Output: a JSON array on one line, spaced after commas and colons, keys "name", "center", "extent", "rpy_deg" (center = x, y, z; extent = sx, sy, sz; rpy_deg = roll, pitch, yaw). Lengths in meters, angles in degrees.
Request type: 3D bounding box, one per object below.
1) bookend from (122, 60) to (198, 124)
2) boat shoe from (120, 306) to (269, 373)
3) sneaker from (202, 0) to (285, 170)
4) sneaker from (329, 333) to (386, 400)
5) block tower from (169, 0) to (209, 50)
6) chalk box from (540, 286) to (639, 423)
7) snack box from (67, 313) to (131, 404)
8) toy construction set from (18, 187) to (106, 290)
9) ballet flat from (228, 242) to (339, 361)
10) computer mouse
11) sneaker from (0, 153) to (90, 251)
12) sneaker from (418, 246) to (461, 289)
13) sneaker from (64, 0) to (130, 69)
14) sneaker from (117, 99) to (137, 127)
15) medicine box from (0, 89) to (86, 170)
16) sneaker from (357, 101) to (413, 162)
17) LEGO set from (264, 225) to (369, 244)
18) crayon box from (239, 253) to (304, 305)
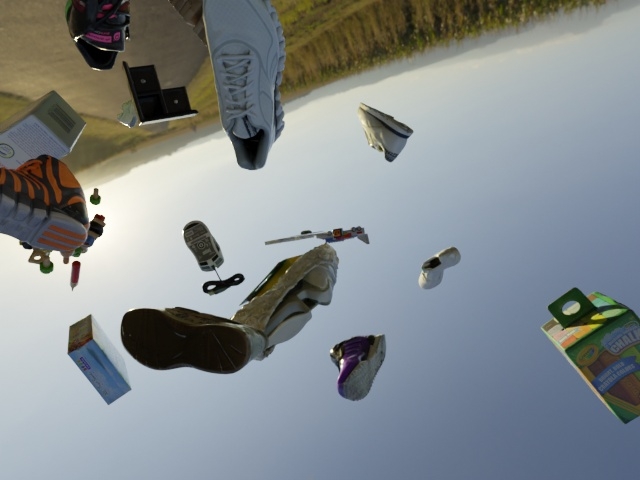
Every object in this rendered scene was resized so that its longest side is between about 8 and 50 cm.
[{"name": "bookend", "center": [-0.439, -0.411, 1.126], "extent": [0.157, 0.156, 0.072], "rpy_deg": [-17, -164, -23]}, {"name": "boat shoe", "center": [-0.232, 0.176, 0.730], "extent": [0.285, 0.104, 0.089], "rpy_deg": [6, -179, 23]}, {"name": "sneaker", "center": [-0.109, -0.229, 0.608], "extent": [0.110, 0.292, 0.118], "rpy_deg": [4, -126, 6]}, {"name": "sneaker", "center": [0.086, 0.362, 1.200], "extent": [0.146, 0.102, 0.293], "rpy_deg": [2, -166, 26]}, {"name": "block tower", "center": [-0.244, -0.508, 0.942], "extent": [0.097, 0.335, 0.091], "rpy_deg": [-38, 179, 24]}, {"name": "chalk box", "center": [0.701, 0.256, 1.023], "extent": [0.180, 0.289, 0.179], "rpy_deg": [-40, 179, 13]}, {"name": "snack box", "center": [-0.583, 0.307, 1.080], "extent": [0.070, 0.174, 0.207], "rpy_deg": [-32, -158, -21]}, {"name": "toy construction set", "center": [-0.814, 0.023, 1.285], "extent": [0.258, 0.308, 0.237], "rpy_deg": [-5, 146, -37]}, {"name": "ballet flat", "center": [-0.052, 0.151, 0.994], "extent": [0.147, 0.147, 0.409], "rpy_deg": [1, -148, 44]}, {"name": "computer mouse", "center": [-0.275, 0.038, 1.024], "extent": [0.106, 0.193, 0.042], "rpy_deg": [-25, -177, 1]}, {"name": "sneaker", "center": [-0.601, -0.105, 0.769], "extent": [0.125, 0.321, 0.180], "rpy_deg": [-35, -130, 16]}, {"name": "sneaker", "center": [0.358, 0.094, 1.328], "extent": [0.094, 0.212, 0.080], "rpy_deg": [-11, -122, -26]}, {"name": "sneaker", "center": [-0.533, -0.595, 1.019], "extent": [0.185, 0.202, 0.483], "rpy_deg": [-14, 177, -28]}, {"name": "sneaker", "center": [-0.647, -0.464, 1.414], "extent": [0.053, 0.061, 0.152], "rpy_deg": [128, -17, -67]}, {"name": "medicine box", "center": [-0.966, -0.327, 1.351], "extent": [0.289, 0.149, 0.263], "rpy_deg": [-30, -142, 5]}, {"name": "sneaker", "center": [0.150, -0.296, 1.096], "extent": [0.090, 0.094, 0.235], "rpy_deg": [8, -150, -27]}, {"name": "LEGO set", "center": [0.000, 0.000, 1.052], "extent": [0.183, 0.060, 0.244], "rpy_deg": [-9, 180, -43]}, {"name": "crayon box", "center": [-0.092, 0.136, 1.299], "extent": [0.202, 0.081, 0.318], "rpy_deg": [-47, 166, 22]}]
